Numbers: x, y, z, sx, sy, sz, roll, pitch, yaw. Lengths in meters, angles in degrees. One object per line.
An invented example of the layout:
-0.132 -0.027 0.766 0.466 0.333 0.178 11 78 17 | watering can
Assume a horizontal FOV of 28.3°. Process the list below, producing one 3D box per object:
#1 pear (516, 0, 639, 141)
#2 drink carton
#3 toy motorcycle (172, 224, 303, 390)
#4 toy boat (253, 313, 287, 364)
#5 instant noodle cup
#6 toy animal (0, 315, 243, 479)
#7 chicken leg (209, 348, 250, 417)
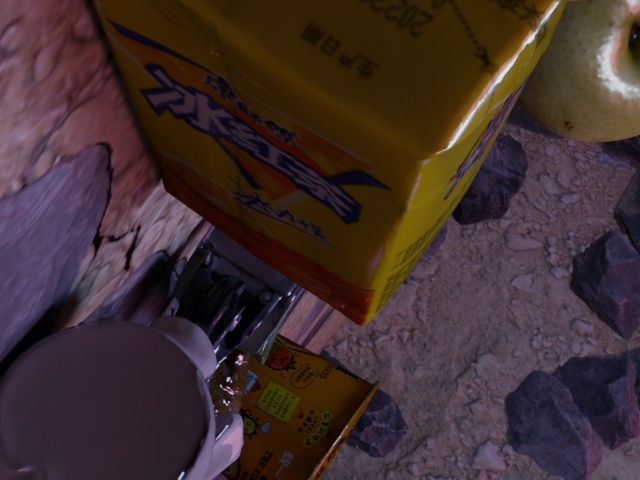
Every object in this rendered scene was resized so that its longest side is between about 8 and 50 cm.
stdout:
0.366 -0.281 1.673 0.309 0.309 0.309 -55 174 -9 | pear
0.002 -0.067 0.574 0.111 0.154 0.351 -54 174 -11 | drink carton
-0.039 0.005 0.960 0.263 0.091 0.157 -55 179 -30 | toy motorcycle
0.000 0.000 1.387 0.293 0.055 0.093 -53 173 -16 | toy boat
-0.055 0.211 1.518 0.216 0.172 0.216 -55 173 -10 | instant noodle cup
-0.125 0.124 0.749 0.178 0.127 0.193 -55 172 -24 | toy animal
-0.120 0.133 1.084 0.322 0.083 0.177 -45 157 -52 | chicken leg
